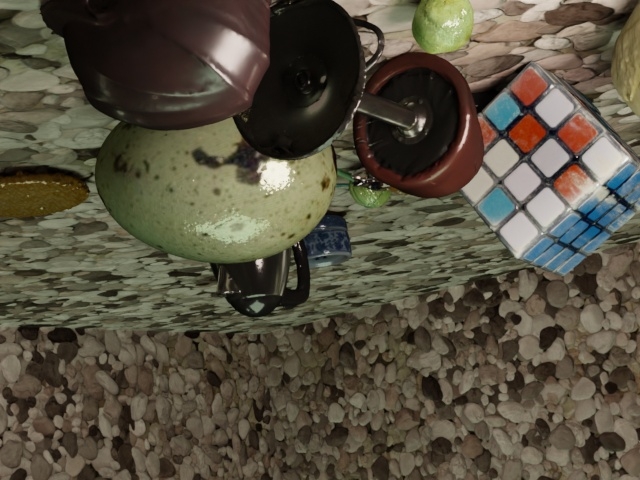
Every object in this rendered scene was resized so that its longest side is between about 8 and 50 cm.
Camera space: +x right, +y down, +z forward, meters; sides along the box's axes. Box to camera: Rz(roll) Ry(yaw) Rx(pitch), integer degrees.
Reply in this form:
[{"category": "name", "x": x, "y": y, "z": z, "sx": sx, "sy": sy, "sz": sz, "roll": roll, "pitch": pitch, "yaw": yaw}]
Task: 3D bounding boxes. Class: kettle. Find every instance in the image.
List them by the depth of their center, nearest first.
[{"category": "kettle", "x": -0.154, "y": 0.044, "z": 2.341, "sx": 0.208, "sy": 0.271, "sz": 0.251, "roll": -10, "pitch": 166, "yaw": 12}]

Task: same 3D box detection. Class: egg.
[{"category": "egg", "x": -0.162, "y": -0.105, "z": 1.638, "sx": 0.380, "sy": 0.287, "sz": 0.287, "roll": -1, "pitch": 167, "yaw": -1}]

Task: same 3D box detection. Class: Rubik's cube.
[{"category": "Rubik's cube", "x": 0.403, "y": -0.119, "z": 1.813, "sx": 0.256, "sy": 0.253, "sz": 0.259, "roll": -45, "pitch": 151, "yaw": 18}]

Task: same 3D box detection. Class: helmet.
[{"category": "helmet", "x": -0.202, "y": -0.228, "z": 1.321, "sx": 0.306, "sy": 0.177, "sz": 0.225, "roll": -12, "pitch": 169, "yaw": 12}]

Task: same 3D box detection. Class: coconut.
[{"category": "coconut", "x": 0.170, "y": -0.301, "z": 1.433, "sx": 0.088, "sy": 0.087, "sz": 0.096, "roll": -8, "pitch": 162, "yaw": 3}]

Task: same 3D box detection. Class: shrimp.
[{"category": "shrimp", "x": 0.176, "y": -0.115, "z": 2.077, "sx": 0.317, "sy": 0.062, "sz": 0.164, "roll": 0, "pitch": 168, "yaw": -34}]

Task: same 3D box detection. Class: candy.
[{"category": "candy", "x": 0.033, "y": -0.142, "z": 2.109, "sx": 0.092, "sy": 0.093, "sz": 0.336, "roll": -8, "pitch": 161, "yaw": 39}]

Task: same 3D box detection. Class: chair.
[{"category": "chair", "x": 0.075, "y": -0.195, "z": 1.517, "sx": 0.227, "sy": 0.226, "sz": 0.401, "roll": -16, "pitch": 165, "yaw": 33}]

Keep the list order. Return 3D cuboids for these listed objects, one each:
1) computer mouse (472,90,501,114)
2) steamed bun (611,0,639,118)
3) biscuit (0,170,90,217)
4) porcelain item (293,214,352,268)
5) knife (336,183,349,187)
[{"category": "computer mouse", "x": 0.228, "y": -0.202, "z": 1.908, "sx": 0.270, "sy": 0.086, "sz": 0.137, "roll": -11, "pitch": 167, "yaw": 20}, {"category": "steamed bun", "x": 0.583, "y": -0.249, "z": 1.499, "sx": 0.274, "sy": 0.272, "sz": 0.290, "roll": -8, "pitch": 161, "yaw": 4}, {"category": "biscuit", "x": -0.578, "y": -0.091, "z": 2.019, "sx": 0.254, "sy": 0.035, "sz": 0.254, "roll": -8, "pitch": 169, "yaw": -2}, {"category": "porcelain item", "x": 0.000, "y": 0.000, "z": 2.594, "sx": 0.147, "sy": 0.114, "sz": 0.147, "roll": -9, "pitch": 167, "yaw": -2}, {"category": "knife", "x": 0.042, "y": -0.123, "z": 2.321, "sx": 0.091, "sy": 0.005, "sz": 0.014, "roll": -1, "pitch": 164, "yaw": -26}]
